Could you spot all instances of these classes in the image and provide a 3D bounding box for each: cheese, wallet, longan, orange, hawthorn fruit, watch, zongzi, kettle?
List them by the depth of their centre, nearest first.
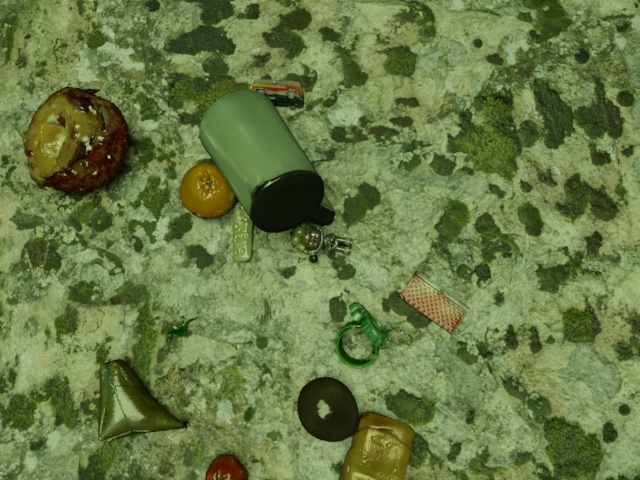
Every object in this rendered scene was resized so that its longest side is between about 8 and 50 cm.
[{"bbox_3d":[-0.270,0.674,1.455,0.128,0.128,0.128,0,80,2],"label":"hawthorn fruit"},{"bbox_3d":[0.021,0.481,1.456,0.187,0.167,0.167,42,84,-1],"label":"longan"},{"bbox_3d":[-0.135,-0.207,1.499,0.250,0.361,0.376,-44,55,15],"label":"kettle"},{"bbox_3d":[-0.525,0.458,1.508,0.256,0.115,0.228,-5,76,-5],"label":"zongzi"},{"bbox_3d":[0.108,0.286,1.519,0.165,0.131,0.152,44,103,4],"label":"watch"},{"bbox_3d":[0.347,0.188,1.563,0.197,0.020,0.103,36,83,8],"label":"wallet"},{"bbox_3d":[-0.348,-0.153,1.586,0.178,0.155,0.177,-4,76,14],"label":"orange"},{"bbox_3d":[-0.245,-0.027,1.612,0.065,0.043,0.193,1,81,1],"label":"cheese"}]

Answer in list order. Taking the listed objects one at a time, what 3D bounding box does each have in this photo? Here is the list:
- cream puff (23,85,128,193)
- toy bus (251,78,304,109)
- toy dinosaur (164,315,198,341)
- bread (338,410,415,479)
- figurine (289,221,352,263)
[{"bbox_3d":[-0.736,-0.304,1.585,0.351,0.229,0.350,-4,81,26],"label":"cream puff"},{"bbox_3d":[-0.138,-0.481,1.672,0.174,0.079,0.077,3,71,3],"label":"toy bus"},{"bbox_3d":[-0.431,0.268,1.581,0.120,0.029,0.060,-23,96,-7],"label":"toy dinosaur"},{"bbox_3d":[0.148,0.639,1.439,0.167,0.132,0.294,21,80,-1],"label":"bread"},{"bbox_3d":[0.000,0.000,1.573,0.197,0.093,0.147,11,91,3],"label":"figurine"}]
